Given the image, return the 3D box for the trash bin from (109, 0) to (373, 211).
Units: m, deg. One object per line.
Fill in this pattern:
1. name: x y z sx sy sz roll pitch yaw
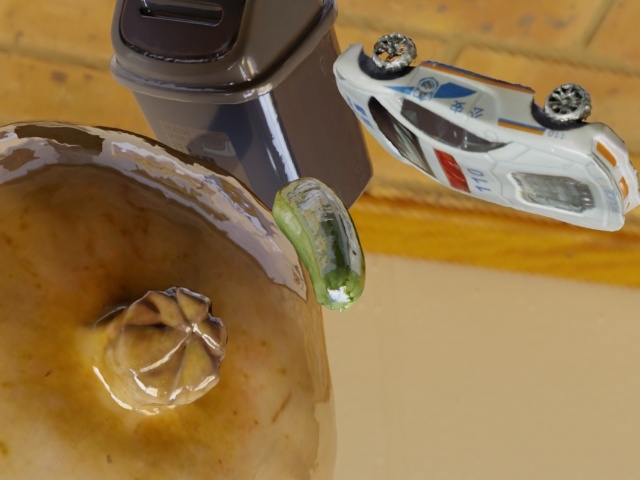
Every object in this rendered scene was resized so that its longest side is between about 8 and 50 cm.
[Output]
1. trash bin: -0.075 -0.146 1.570 0.209 0.290 0.182 12 -131 34

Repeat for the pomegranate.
1. pomegranate: -0.175 0.103 1.136 0.411 0.411 0.412 11 -130 -13

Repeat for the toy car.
1. toy car: 0.091 -0.060 0.917 0.205 0.095 0.056 20 -112 31

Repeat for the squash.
1. squash: 0.001 -0.001 0.583 0.027 0.027 0.089 4 -156 -18
